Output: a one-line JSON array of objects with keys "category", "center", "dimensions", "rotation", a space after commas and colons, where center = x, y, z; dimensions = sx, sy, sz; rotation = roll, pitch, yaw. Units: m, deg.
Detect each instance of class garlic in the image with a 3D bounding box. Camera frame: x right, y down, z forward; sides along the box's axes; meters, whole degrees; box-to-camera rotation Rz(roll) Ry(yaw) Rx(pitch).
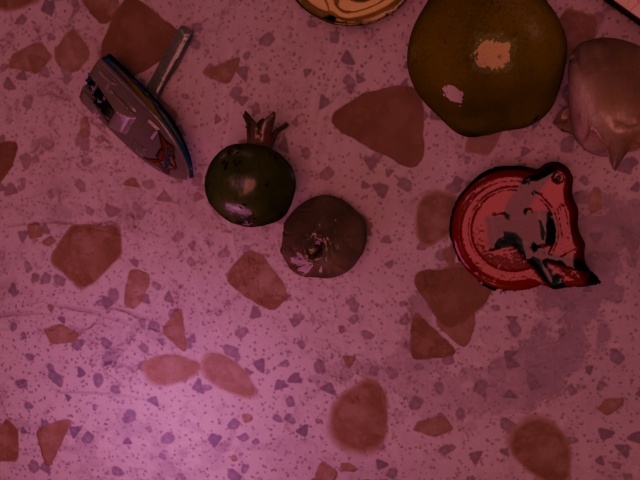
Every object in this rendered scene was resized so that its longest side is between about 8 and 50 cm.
[{"category": "garlic", "center": [0.530, -0.224, 1.600], "dimensions": [0.286, 0.313, 0.249], "rotation": [35, 95, 2]}]

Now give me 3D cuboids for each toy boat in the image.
[{"category": "toy boat", "center": [-0.358, -0.230, 1.895], "dimensions": [0.295, 0.088, 0.129], "rotation": [46, 134, 2]}]

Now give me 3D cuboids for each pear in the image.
[{"category": "pear", "center": [0.290, -0.329, 1.653], "dimensions": [0.294, 0.294, 0.294], "rotation": [2, 101, 12]}]

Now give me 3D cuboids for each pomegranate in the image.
[{"category": "pomegranate", "center": [-0.129, -0.139, 1.842], "dimensions": [0.181, 0.181, 0.224], "rotation": [13, 81, 10]}]

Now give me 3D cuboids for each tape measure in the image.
[{"category": "tape measure", "center": [0.372, -0.017, 1.771], "dimensions": [0.260, 0.114, 0.253], "rotation": [-9, 97, 14]}]

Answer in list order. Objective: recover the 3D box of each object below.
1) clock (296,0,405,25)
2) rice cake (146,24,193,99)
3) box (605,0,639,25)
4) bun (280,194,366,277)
[{"category": "clock", "center": [0.058, -0.545, 1.767], "dimensions": [0.277, 0.071, 0.293], "rotation": [-15, 97, 10]}, {"category": "rice cake", "center": [-0.306, -0.352, 1.906], "dimensions": [0.033, 0.029, 0.171], "rotation": [34, 105, 4]}, {"category": "box", "center": [0.734, -0.455, 1.607], "dimensions": [0.385, 0.122, 0.344], "rotation": [37, 105, 4]}, {"category": "bun", "center": [0.000, 0.000, 1.857], "dimensions": [0.166, 0.113, 0.173], "rotation": [32, 103, 6]}]
